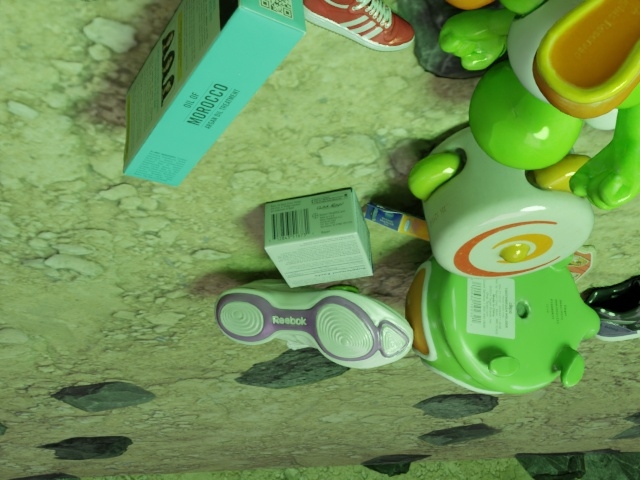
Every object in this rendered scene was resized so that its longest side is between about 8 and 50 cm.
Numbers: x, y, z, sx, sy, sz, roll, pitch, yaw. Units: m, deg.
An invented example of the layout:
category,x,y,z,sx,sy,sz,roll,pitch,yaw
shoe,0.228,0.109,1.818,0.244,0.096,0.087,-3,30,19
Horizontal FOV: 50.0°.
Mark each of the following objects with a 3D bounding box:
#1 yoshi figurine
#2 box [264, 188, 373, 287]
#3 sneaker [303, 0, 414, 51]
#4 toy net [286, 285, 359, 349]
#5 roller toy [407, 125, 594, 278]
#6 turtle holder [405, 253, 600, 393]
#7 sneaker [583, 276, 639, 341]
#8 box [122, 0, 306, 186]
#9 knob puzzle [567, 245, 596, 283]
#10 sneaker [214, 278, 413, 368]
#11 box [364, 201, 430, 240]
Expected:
category,x,y,z,sx,sy,sz,roll,pitch,yaw
yoshi figurine,0.186,-0.132,0.567,0.202,0.204,0.362,8,-177,24
box,0.000,0.000,0.948,0.126,0.072,0.137,-9,151,9
sneaker,0.043,-0.208,0.598,0.118,0.042,0.067,11,152,-23
toy net,0.018,0.149,1.267,0.122,0.045,0.232,9,150,-29
roller toy,0.225,-0.041,0.832,0.209,0.146,0.191,-14,151,15
turtle holder,0.275,0.102,1.060,0.320,0.243,0.227,-23,-179,-30
sneaker,0.627,0.113,1.248,0.283,0.107,0.124,-17,144,21
box,-0.106,-0.153,0.613,0.060,0.101,0.244,12,148,-32
knob puzzle,0.385,0.059,1.175,0.213,0.030,0.213,-4,152,-2
sneaker,-0.002,0.107,1.056,0.305,0.114,0.152,10,-165,16
box,0.124,-0.021,0.934,0.136,0.028,0.081,12,-172,-32
